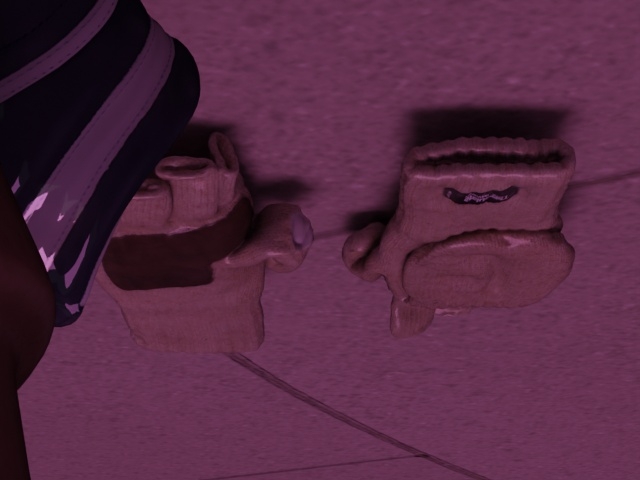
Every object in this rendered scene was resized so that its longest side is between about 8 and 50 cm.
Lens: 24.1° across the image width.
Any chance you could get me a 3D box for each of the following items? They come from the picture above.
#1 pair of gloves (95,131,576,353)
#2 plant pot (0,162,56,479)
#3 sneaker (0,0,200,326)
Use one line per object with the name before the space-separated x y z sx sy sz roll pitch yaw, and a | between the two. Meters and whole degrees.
pair of gloves | 0.000 0.000 0.720 0.240 0.042 0.204 -4 156 7
plant pot | -0.151 0.117 0.315 0.263 0.229 0.263 -25 168 -6
sneaker | -0.168 -0.020 0.482 0.282 0.099 0.153 -27 129 28
